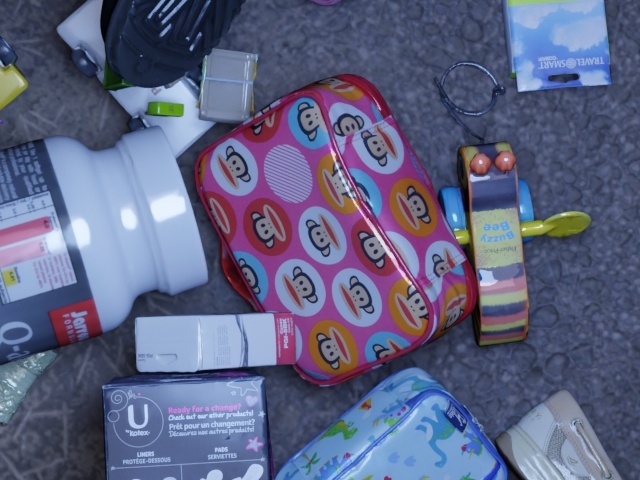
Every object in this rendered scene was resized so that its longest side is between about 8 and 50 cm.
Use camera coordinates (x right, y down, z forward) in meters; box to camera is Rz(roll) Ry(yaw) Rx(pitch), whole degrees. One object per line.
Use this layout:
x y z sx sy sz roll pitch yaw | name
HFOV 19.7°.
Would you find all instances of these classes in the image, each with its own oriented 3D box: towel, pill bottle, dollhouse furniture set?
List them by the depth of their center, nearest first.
-0.310 0.014 1.851 0.363 0.210 0.210 -17 87 -8 | pill bottle
-0.145 -0.164 1.915 0.152 0.058 0.076 4 91 -26 | dollhouse furniture set
-0.365 0.116 1.952 0.148 0.027 0.110 35 86 0 | towel

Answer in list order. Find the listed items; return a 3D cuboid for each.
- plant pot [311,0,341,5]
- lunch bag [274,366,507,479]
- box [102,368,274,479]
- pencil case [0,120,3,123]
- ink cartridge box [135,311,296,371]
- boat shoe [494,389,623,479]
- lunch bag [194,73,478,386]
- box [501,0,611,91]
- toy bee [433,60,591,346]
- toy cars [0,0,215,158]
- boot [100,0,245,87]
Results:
0.036 -0.376 1.937 0.180 0.201 0.201 -33 88 -21 | plant pot
0.076 0.254 1.909 0.219 0.090 0.176 -40 120 -5 | lunch bag
-0.131 0.201 1.845 0.163 0.247 0.142 -4 89 -3 | box
-0.402 -0.148 1.872 0.152 0.064 0.070 44 90 -10 | pencil case
-0.106 0.101 1.859 0.135 0.099 0.056 0 87 -48 | ink cartridge box
0.328 0.311 1.926 0.110 0.121 0.341 -39 87 -4 | boat shoe
0.000 0.000 1.893 0.120 0.258 0.293 -27 90 -48 | lunch bag
0.253 -0.251 2.003 0.109 0.042 0.178 -5 86 -3 | box
0.165 -0.036 1.925 0.195 0.162 0.298 -28 88 -3 | toy bee
-0.292 -0.196 1.953 0.394 0.087 0.176 8 97 -6 | toy cars
-0.171 -0.343 1.861 0.260 0.131 0.348 29 92 41 | boot
